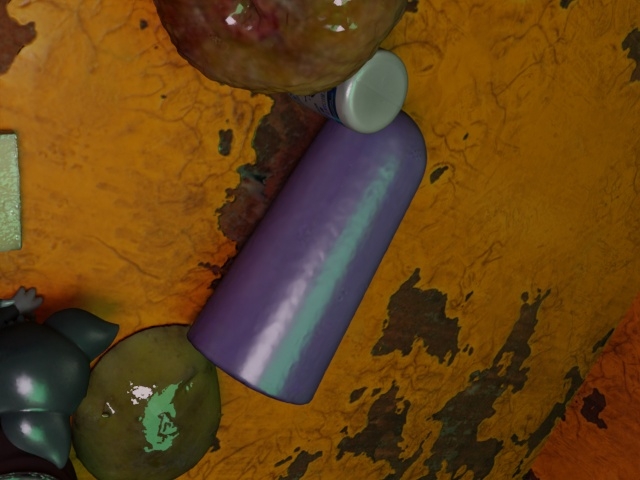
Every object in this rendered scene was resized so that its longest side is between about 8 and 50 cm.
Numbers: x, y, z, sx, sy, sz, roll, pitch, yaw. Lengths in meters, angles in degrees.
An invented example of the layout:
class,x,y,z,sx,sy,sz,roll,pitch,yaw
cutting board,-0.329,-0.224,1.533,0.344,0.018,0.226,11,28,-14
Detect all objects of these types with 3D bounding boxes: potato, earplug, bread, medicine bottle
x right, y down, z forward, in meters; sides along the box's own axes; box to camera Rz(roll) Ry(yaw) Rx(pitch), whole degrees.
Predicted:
class,x,y,z,sx,sy,sz,roll,pitch,yaw
potato,-0.254,0.282,1.033,0.239,0.116,0.299,-1,115,-34
earplug,0.000,0.000,1.009,0.215,0.215,0.455,28,93,-46
bread,-0.383,-0.053,0.773,0.068,0.028,0.153,-11,121,-35
medicine bottle,0.017,-0.218,0.883,0.107,0.191,0.107,-21,127,-30

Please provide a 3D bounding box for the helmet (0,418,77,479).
class,x,y,z,sx,sy,sz,roll,pitch,yaw
helmet,-0.459,0.364,0.848,0.338,0.197,0.271,-46,127,6

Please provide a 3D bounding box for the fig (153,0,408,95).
class,x,y,z,sx,sy,sz,roll,pitch,yaw
fig,-0.025,-0.336,0.773,0.368,0.286,0.286,-64,153,-48

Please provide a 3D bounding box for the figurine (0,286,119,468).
class,x,y,z,sx,sy,sz,roll,pitch,yaw
figurine,-0.374,0.116,0.784,0.265,0.140,0.193,60,34,-38
